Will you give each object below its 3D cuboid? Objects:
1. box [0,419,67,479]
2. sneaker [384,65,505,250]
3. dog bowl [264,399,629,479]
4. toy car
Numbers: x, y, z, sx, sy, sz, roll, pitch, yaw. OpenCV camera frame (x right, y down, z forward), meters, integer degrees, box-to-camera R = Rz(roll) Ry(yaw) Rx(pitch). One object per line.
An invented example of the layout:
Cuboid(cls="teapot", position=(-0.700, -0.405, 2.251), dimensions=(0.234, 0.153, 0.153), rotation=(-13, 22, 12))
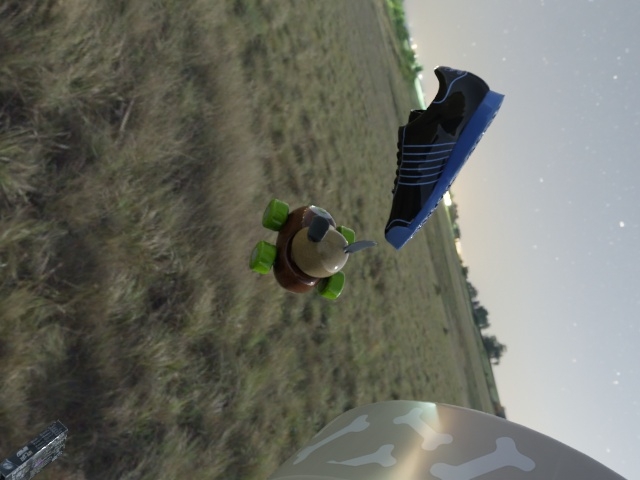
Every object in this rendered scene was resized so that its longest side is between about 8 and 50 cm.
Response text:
Cuboid(cls="box", position=(-0.347, 0.264, 0.674), dimensions=(0.083, 0.018, 0.067), rotation=(-39, 162, -49))
Cuboid(cls="sneaker", position=(0.128, -0.100, 0.696), dimensions=(0.090, 0.232, 0.081), rotation=(35, 24, 11))
Cuboid(cls="dog bowl", position=(0.102, 0.254, 0.371), dimensions=(0.102, 0.348, 0.349), rotation=(-45, 125, -43))
Cuboid(cls="toy car", position=(0.000, 0.000, 0.867), dimensions=(0.188, 0.154, 0.149), rotation=(-28, -136, 62))
